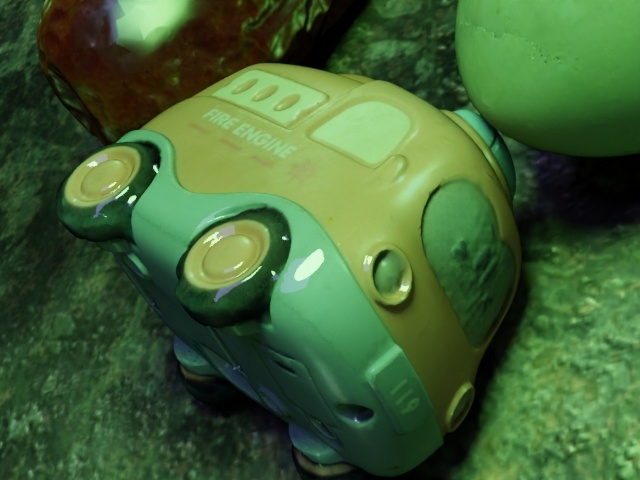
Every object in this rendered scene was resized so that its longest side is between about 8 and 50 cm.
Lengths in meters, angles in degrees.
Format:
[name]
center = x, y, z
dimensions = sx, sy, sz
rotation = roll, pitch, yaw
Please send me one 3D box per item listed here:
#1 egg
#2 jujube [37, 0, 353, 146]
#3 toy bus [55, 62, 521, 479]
[egg]
center = 0.188, -0.150, 0.884
dimensions = 0.253, 0.186, 0.186
rotation = -40, 41, -15
[jujube]
center = -0.087, -0.173, 1.129
dimensions = 0.255, 0.190, 0.190
rotation = -33, 40, -17
[toy bus]
center = 0.000, 0.000, 0.922
dimensions = 0.232, 0.194, 0.287
rotation = -43, 40, -19
